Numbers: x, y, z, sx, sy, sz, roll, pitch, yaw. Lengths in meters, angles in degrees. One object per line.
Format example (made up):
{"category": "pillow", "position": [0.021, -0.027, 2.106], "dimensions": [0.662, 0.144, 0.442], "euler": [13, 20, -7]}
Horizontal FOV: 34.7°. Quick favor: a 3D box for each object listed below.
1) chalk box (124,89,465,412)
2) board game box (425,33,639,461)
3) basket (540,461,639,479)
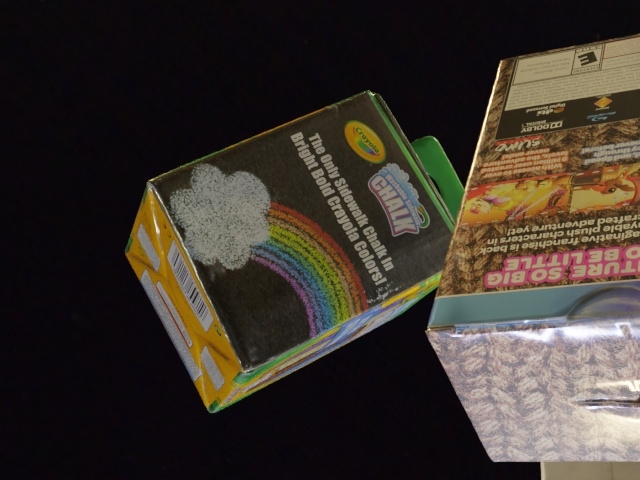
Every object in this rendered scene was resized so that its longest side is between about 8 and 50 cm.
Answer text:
{"category": "chalk box", "position": [0.000, 0.000, 0.916], "dimensions": [0.289, 0.179, 0.180], "euler": [-24, -101, -23]}
{"category": "board game box", "position": [0.230, -0.007, 0.705], "dimensions": [0.232, 0.141, 0.291], "euler": [-6, -138, 29]}
{"category": "basket", "position": [0.429, 0.190, 1.063], "dimensions": [0.328, 0.266, 0.331], "euler": [-33, -137, 44]}
